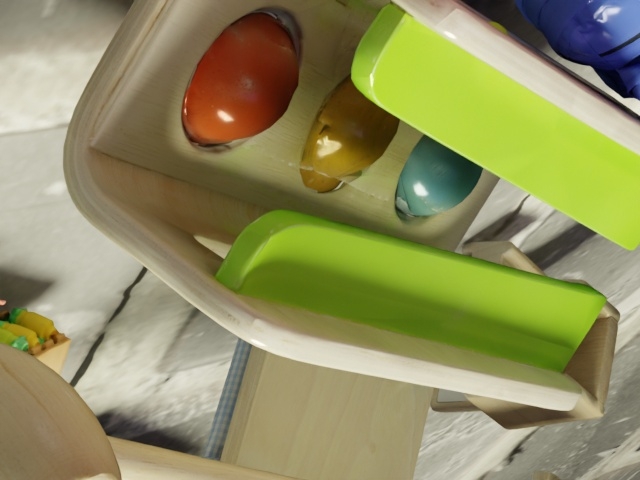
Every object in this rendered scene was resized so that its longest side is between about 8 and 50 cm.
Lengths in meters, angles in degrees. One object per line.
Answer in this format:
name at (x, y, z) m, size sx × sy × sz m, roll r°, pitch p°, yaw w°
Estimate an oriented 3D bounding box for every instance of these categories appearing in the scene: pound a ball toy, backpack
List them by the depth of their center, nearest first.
pound a ball toy at (0.000, 0.000, 0.650) m, size 0.208 × 0.136 × 0.319 m, roll -58°, pitch 149°, yaw 10°
backpack at (0.128, -0.103, 0.659) m, size 0.098 × 0.101 × 0.120 m, roll -42°, pitch 154°, yaw 15°

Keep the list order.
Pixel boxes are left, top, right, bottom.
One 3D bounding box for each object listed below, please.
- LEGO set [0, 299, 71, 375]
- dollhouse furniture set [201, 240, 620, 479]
LEGO set at (-0.200, 0.043, 0.640) m, size 0.287 × 0.107 × 0.132 m, roll -16°, pitch -170°, yaw -39°
dollhouse furniture set at (-0.016, 0.106, 0.933) m, size 0.198 × 0.286 × 0.303 m, roll -8°, pitch 148°, yaw 38°
